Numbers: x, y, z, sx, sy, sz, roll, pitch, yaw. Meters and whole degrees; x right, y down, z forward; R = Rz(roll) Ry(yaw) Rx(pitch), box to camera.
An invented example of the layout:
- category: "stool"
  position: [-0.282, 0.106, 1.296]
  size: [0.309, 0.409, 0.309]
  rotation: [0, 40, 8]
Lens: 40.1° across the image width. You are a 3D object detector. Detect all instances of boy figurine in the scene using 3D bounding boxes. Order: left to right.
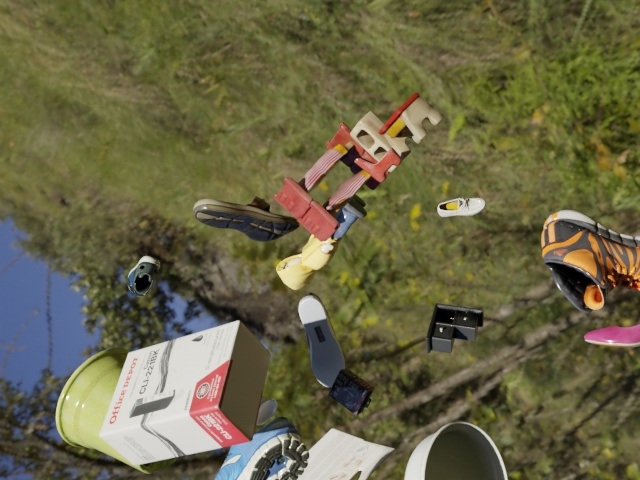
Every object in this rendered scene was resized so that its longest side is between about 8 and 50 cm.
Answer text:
- category: "boy figurine"
  position: [0.000, 0.000, 2.160]
  size: [0.092, 0.285, 0.177]
  rotation: [34, -156, -17]

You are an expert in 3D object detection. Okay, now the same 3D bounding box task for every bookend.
- category: "bookend"
  position: [0.425, 0.287, 2.774]
  size: [0.157, 0.156, 0.072]
  rotation: [-65, -25, -43]

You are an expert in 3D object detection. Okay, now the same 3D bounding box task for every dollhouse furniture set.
- category: "dollhouse furniture set"
  position: [0.064, -0.164, 1.778]
  size: [0.152, 0.201, 0.374]
  rotation: [43, 154, 0]

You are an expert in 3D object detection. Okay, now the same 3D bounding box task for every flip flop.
- category: "flip flop"
  position: [-0.160, -0.062, 1.956]
  size: [0.277, 0.112, 0.080]
  rotation: [14, -121, -37]

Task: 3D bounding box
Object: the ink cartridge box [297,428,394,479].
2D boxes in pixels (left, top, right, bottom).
- category: "ink cartridge box"
  position: [0.031, 0.654, 2.395]
  size: [0.261, 0.296, 0.066]
  rotation: [6, 125, 48]

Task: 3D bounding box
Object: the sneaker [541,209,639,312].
- category: "sneaker"
  position: [0.565, 0.075, 1.664]
  size: [0.125, 0.321, 0.180]
  rotation: [106, -177, -46]

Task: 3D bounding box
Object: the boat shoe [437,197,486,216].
- category: "boat shoe"
  position: [0.291, -0.072, 1.809]
  size: [0.035, 0.100, 0.035]
  rotation: [57, -151, -67]

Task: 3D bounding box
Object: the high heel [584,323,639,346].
- category: "high heel"
  position: [0.681, 0.165, 1.848]
  size: [0.082, 0.244, 0.117]
  rotation: [20, -113, -64]

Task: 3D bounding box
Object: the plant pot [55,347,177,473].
- category: "plant pot"
  position: [-0.469, 0.445, 2.191]
  size: [0.253, 0.276, 0.276]
  rotation: [23, 167, 33]

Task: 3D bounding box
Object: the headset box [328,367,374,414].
- category: "headset box"
  position: [0.066, 0.307, 1.773]
  size: [0.083, 0.062, 0.032]
  rotation: [32, -161, 24]

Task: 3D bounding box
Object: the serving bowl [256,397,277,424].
- category: "serving bowl"
  position: [-0.156, 0.454, 2.354]
  size: [0.027, 0.083, 0.083]
  rotation: [36, 174, 35]

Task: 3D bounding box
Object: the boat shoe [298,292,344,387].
- category: "boat shoe"
  position: [0.001, 0.226, 2.036]
  size: [0.076, 0.080, 0.229]
  rotation: [-82, -28, -74]

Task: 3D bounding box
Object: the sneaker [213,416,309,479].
- category: "sneaker"
  position: [-0.155, 0.500, 1.834]
  size: [0.130, 0.330, 0.147]
  rotation: [42, -169, -21]

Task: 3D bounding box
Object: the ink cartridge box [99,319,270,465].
- category: "ink cartridge box"
  position: [-0.246, 0.282, 1.605]
  size: [0.114, 0.272, 0.197]
  rotation: [52, -148, -34]

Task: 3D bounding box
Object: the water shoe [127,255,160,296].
- category: "water shoe"
  position: [-0.500, 0.116, 2.423]
  size: [0.072, 0.203, 0.080]
  rotation: [22, -127, -9]

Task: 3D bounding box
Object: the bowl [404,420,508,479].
- category: "bowl"
  position: [0.281, 0.557, 1.957]
  size: [0.297, 0.134, 0.298]
  rotation: [15, -112, -40]
